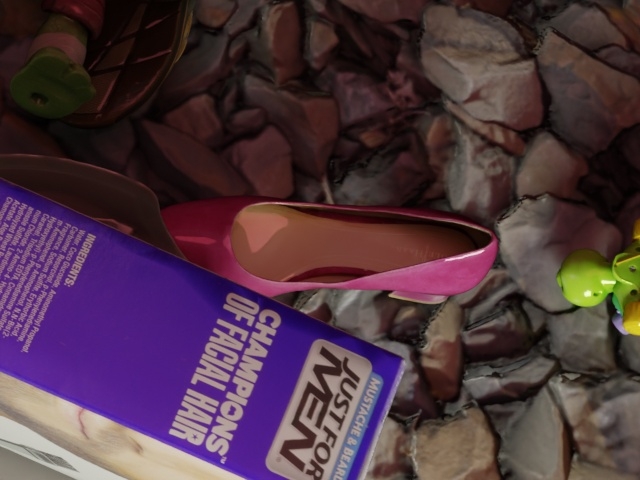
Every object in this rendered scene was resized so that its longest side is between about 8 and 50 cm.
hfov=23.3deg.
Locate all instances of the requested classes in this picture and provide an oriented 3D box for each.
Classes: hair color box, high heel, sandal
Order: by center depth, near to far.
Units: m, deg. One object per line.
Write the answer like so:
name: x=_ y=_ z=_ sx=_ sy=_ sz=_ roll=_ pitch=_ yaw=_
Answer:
hair color box: x=-0.141 y=0.066 z=0.891 sx=0.339 sy=0.185 sz=0.110 roll=23 pitch=68 yaw=-5
high heel: x=0.000 y=0.000 z=1.094 sx=0.244 sy=0.117 sz=0.082 roll=14 pitch=69 yaw=-9
sandal: x=-0.135 y=-0.162 z=1.152 sx=0.090 sy=0.060 sz=0.219 roll=3 pitch=53 yaw=12

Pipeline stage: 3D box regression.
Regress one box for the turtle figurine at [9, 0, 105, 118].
turtle figurine: x=-0.149 y=-0.234 z=1.044 sx=0.274 sy=0.198 sz=0.266 roll=2 pitch=53 yaw=21

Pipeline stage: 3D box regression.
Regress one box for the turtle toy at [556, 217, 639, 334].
turtle toy: x=0.244 y=0.035 z=1.170 sx=0.130 sy=0.066 sz=0.095 roll=16 pitch=67 yaw=-8

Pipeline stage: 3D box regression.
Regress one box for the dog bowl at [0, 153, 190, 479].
dog bowl: x=-0.196 y=0.122 z=1.013 sx=0.349 sy=0.102 sz=0.349 roll=5 pitch=70 yaw=-13
